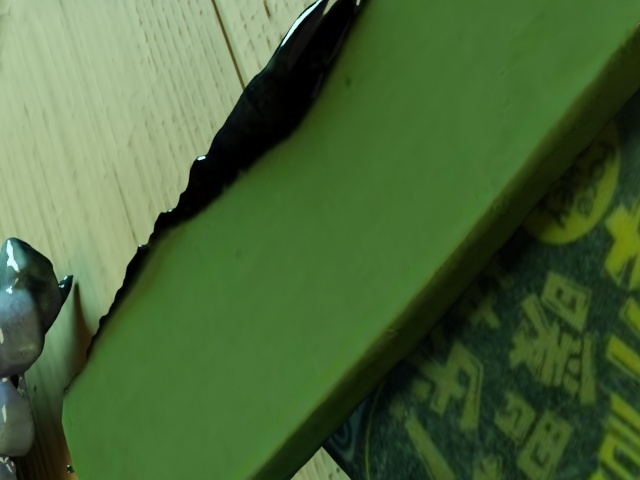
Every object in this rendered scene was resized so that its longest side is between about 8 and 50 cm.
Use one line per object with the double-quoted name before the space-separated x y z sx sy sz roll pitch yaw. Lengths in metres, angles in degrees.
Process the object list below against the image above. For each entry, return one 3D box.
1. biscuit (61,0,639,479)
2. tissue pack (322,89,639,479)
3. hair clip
"biscuit" 0.000 0.000 0.516 0.322 0.038 0.099 -51 53 39
"tissue pack" 0.090 0.030 0.492 0.257 0.081 0.185 43 122 44
"hair clip" -0.160 0.082 0.844 0.124 0.052 0.195 57 138 49
